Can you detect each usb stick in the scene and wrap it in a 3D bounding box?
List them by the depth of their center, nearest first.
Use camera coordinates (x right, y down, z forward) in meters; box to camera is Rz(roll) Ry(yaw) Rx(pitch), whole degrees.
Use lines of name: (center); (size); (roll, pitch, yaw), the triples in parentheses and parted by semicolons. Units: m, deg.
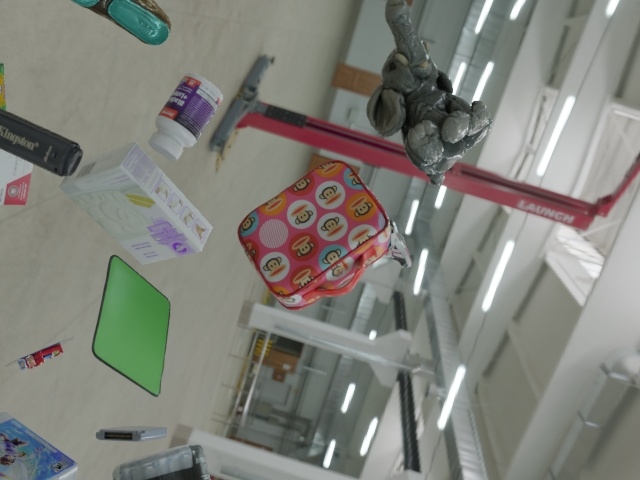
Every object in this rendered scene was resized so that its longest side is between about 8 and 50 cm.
usb stick: (-0.604, -0.207, 1.273); (0.077, 0.278, 0.045); (-65, 167, -4)

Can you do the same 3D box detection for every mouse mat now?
mouse mat: (-0.284, 0.130, 0.973); (0.153, 0.007, 0.190); (52, 24, -42)

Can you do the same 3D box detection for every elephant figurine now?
elephant figurine: (0.159, -0.240, 1.048); (0.186, 0.239, 0.169); (-44, 160, 23)

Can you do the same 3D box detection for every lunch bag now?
lunch bag: (0.000, 0.000, 1.307); (0.293, 0.258, 0.120); (-33, 151, -2)

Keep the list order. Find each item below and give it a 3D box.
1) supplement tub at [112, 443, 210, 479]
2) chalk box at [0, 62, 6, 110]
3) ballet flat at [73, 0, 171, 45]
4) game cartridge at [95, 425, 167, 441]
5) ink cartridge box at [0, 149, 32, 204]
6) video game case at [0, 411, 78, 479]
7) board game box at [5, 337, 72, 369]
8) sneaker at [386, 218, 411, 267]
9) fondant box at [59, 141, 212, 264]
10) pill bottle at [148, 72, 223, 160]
supplement tub: (-0.323, 0.636, 1.381); (0.207, 0.207, 0.338); (107, -31, -69)
chalk box: (-0.870, -0.357, 1.479); (0.213, 0.132, 0.132); (-9, 100, -52)
ballet flat: (-0.473, -0.560, 1.390); (0.116, 0.342, 0.124); (-39, -127, 23)
game cartridge: (-0.247, 0.255, 0.838); (0.056, 0.083, 0.017); (10, 74, -59)
ink cartridge box: (-1.025, -0.226, 1.866); (0.306, 0.131, 0.226); (-4, 122, -45)
video game case: (-0.730, 0.508, 1.408); (0.244, 0.269, 0.061); (-19, 127, -59)
board game box: (-0.695, 0.293, 1.586); (0.033, 0.168, 0.133); (66, -28, 3)
sneaker: (0.184, 0.013, 1.683); (0.072, 0.077, 0.178); (-98, 161, -46)
fondant box: (-0.485, -0.087, 1.692); (0.330, 0.238, 0.096); (51, 40, -36)
pill bottle: (-0.324, -0.291, 1.507); (0.193, 0.108, 0.108); (-61, 177, -13)
